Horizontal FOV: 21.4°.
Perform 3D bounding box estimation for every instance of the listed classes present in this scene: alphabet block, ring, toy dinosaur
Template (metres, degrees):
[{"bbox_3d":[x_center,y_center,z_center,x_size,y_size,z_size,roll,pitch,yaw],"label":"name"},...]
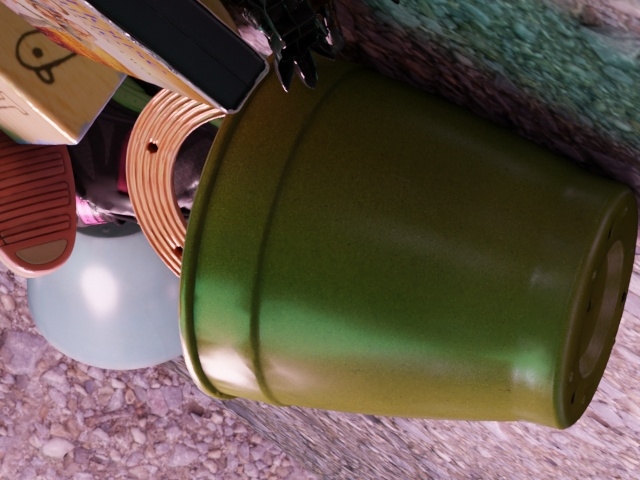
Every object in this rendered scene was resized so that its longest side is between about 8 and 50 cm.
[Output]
[{"bbox_3d":[-0.333,-0.241,1.932,0.197,0.192,0.193,41,161,-27],"label":"alphabet block"},{"bbox_3d":[-0.067,-0.052,1.948,0.337,0.032,0.336,12,125,18],"label":"ring"},{"bbox_3d":[-0.049,-0.249,1.453,0.218,0.164,0.322,42,-167,37],"label":"toy dinosaur"}]

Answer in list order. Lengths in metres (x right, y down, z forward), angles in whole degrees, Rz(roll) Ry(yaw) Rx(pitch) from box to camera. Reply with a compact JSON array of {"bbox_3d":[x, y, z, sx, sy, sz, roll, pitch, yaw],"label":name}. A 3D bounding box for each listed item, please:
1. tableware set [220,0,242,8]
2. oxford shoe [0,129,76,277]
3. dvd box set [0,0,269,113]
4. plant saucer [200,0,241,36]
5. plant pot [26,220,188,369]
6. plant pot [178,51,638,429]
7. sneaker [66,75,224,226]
[{"bbox_3d":[-0.071,-0.239,1.721,0.154,0.024,0.104,40,163,-18],"label":"tableware set"},{"bbox_3d":[-0.408,-0.103,2.094,0.397,0.140,0.146,64,149,26],"label":"oxford shoe"},{"bbox_3d":[-0.253,-0.249,1.491,0.307,0.062,0.420,38,174,-32],"label":"dvd box set"},{"bbox_3d":[-0.157,-0.249,1.780,0.241,0.037,0.241,42,168,11],"label":"plant saucer"},{"bbox_3d":[-0.276,-0.006,2.356,0.293,0.293,0.235,28,148,19],"label":"plant pot"},{"bbox_3d":[0.105,0.024,1.629,0.353,0.366,0.366,15,158,20],"label":"plant pot"},{"bbox_3d":[-0.219,-0.079,2.141,0.483,0.202,0.185,25,163,29],"label":"sneaker"}]
